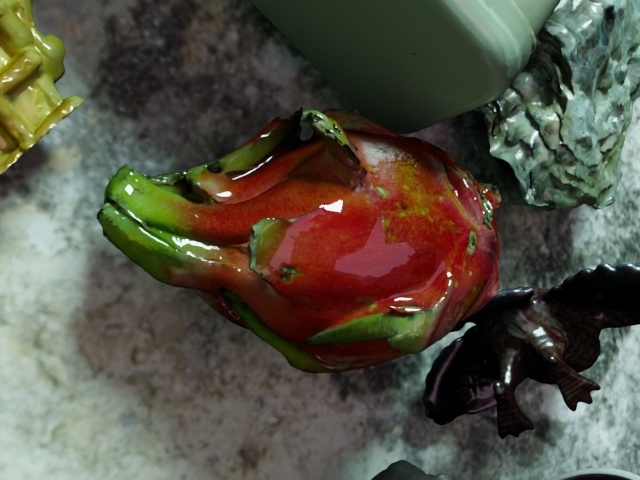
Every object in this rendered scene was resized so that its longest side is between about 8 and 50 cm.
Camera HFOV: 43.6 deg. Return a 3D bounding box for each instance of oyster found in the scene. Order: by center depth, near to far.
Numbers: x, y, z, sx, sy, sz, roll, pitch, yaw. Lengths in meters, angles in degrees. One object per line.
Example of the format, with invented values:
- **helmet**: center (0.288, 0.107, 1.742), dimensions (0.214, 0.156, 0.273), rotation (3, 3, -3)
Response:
- **oyster**: center (0.215, -0.154, 0.681), dimensions (0.198, 0.112, 0.267), rotation (7, 86, -28)

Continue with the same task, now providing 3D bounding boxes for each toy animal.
- **toy animal**: center (0.180, 0.070, 0.663), dimensions (0.116, 0.218, 0.179), rotation (52, 24, 4)

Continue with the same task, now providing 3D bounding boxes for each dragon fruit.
- **dragon fruit**: center (0.000, -0.016, 0.554), dimensions (0.269, 0.198, 0.200), rotation (25, 43, -1)

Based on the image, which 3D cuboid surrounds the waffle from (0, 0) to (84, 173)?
- **waffle**: center (-0.277, -0.104, 0.454), dimensions (0.229, 0.057, 0.219), rotation (-48, 112, -18)

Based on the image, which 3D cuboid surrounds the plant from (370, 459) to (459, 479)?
- **plant**: center (0.075, 0.289, 0.589), dimensions (0.204, 0.178, 0.234), rotation (42, 68, -24)

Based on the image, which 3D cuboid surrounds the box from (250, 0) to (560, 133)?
- **box**: center (0.056, -0.318, 0.540), dimensions (0.352, 0.177, 0.344), rotation (42, 70, -14)

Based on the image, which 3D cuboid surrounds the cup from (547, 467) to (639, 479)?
- **cup**: center (0.272, 0.373, 0.679), dimensions (0.273, 0.208, 0.288), rotation (34, 75, -26)
